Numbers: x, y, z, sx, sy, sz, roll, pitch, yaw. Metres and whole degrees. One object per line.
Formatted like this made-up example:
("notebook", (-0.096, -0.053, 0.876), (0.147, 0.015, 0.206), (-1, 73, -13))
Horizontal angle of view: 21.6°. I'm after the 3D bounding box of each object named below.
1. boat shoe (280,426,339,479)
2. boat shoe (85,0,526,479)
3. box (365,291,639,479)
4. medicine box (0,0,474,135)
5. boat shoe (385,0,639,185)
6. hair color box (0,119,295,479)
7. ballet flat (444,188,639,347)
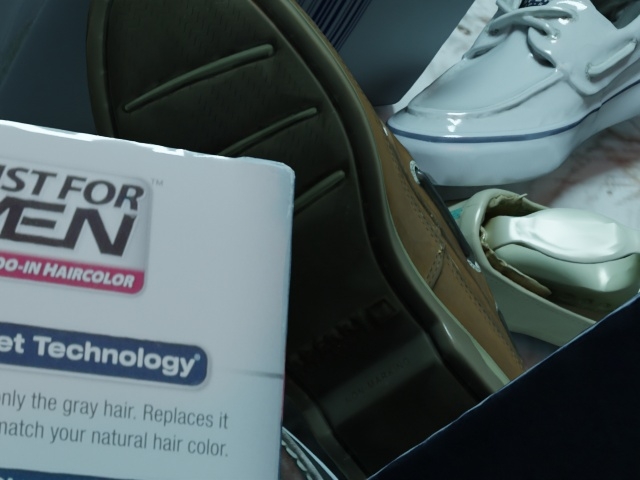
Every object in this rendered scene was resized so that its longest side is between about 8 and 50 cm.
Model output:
("boat shoe", (-0.110, 0.048, 0.666), (0.335, 0.119, 0.121), (34, 47, -2))
("boat shoe", (0.000, 0.000, 0.737), (0.307, 0.110, 0.104), (61, 15, -16))
("box", (0.247, 0.179, 0.633), (0.395, 0.212, 0.294), (8, 52, -46))
("medicine box", (-0.091, -0.211, 0.853), (0.263, 0.149, 0.289), (-10, 62, -34))
("boat shoe", (0.119, -0.099, 0.912), (0.095, 0.084, 0.258), (14, 27, 33))
("hair color box", (-0.112, 0.140, 0.525), (0.173, 0.105, 0.347), (9, 75, -22))
("ballet flat", (0.165, 0.028, 0.862), (0.248, 0.086, 0.086), (16, 50, -19))
